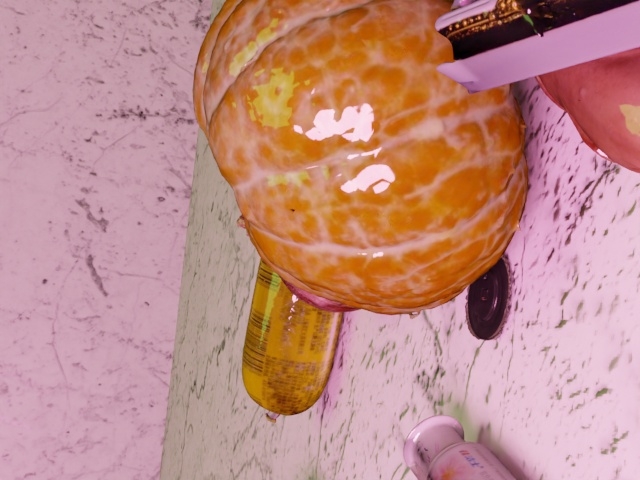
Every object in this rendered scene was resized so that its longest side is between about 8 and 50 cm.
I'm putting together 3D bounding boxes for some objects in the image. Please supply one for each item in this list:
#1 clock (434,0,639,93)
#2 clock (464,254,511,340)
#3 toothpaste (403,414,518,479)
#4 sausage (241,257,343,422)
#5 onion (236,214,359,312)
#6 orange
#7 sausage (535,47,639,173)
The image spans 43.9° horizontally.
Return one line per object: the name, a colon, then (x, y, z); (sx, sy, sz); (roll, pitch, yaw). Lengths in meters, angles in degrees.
clock: (0.183, -0.203, 0.461); (0.186, 0.083, 0.253); (-4, 56, 57)
clock: (0.149, 0.048, 0.708); (0.074, 0.010, 0.083); (175, 103, -72)
toothpaste: (0.151, 0.230, 0.549); (0.323, 0.066, 0.100); (46, 121, 62)
sausage: (-0.028, 0.080, 1.052); (0.123, 0.123, 0.346); (-140, 61, -69)
onion: (0.000, 0.000, 0.890); (0.159, 0.195, 0.159); (-35, 48, 52)
orange: (0.032, -0.090, 0.681); (0.329, 0.249, 0.329); (-21, -90, -87)
sausage: (0.177, -0.168, 0.604); (0.433, 0.088, 0.087); (-107, 30, -52)
